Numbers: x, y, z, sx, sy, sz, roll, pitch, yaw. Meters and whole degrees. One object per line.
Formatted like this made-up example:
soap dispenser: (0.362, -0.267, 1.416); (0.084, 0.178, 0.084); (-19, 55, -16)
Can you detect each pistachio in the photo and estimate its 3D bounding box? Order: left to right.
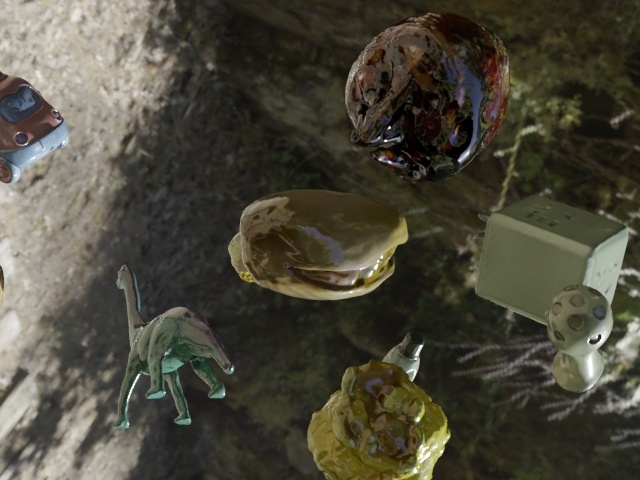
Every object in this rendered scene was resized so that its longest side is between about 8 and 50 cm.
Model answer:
pistachio: (0.000, 0.000, 1.398); (0.287, 0.197, 0.166); (0, 133, -37)

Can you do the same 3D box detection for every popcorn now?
popcorn: (0.086, 0.264, 1.219); (0.197, 0.197, 0.156); (-50, 178, -45)

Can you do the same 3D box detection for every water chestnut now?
water chestnut: (0.169, -0.224, 1.421); (0.289, 0.288, 0.244); (101, -3, -59)

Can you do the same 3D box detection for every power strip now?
power strip: (0.313, 0.021, 1.312); (0.140, 0.224, 0.139); (-24, 127, -46)

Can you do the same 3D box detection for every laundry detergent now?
laundry detergent: (0.139, 0.264, 1.697); (0.099, 0.070, 0.226); (-36, 156, -53)

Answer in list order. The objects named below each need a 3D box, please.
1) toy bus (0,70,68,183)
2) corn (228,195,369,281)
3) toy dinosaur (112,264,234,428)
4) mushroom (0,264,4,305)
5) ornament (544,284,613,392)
toy bus: (-0.731, -0.262, 1.995); (0.197, 0.294, 0.232); (-50, 126, -46)
corn: (-0.034, -0.004, 1.813); (0.122, 0.305, 0.123); (-105, 177, -49)
toy dinosaur: (-0.252, 0.121, 1.469); (0.383, 0.129, 0.331); (-36, -129, 43)
mushroom: (-0.571, 0.099, 1.295); (0.156, 0.285, 0.151); (-55, 142, -59)
ornament: (0.299, 0.110, 1.042); (0.075, 0.081, 0.156); (-51, 147, -20)
